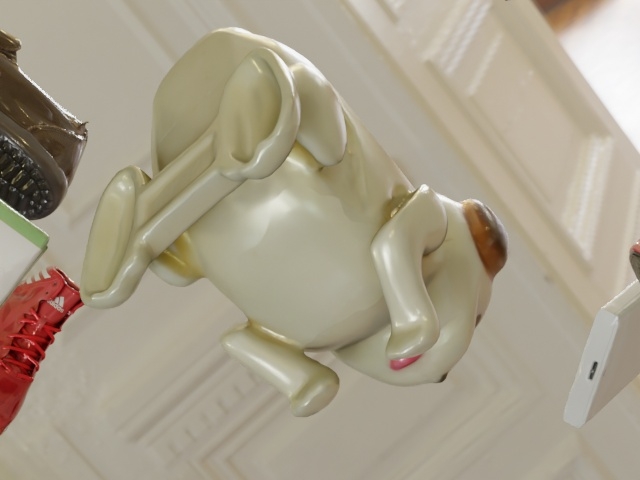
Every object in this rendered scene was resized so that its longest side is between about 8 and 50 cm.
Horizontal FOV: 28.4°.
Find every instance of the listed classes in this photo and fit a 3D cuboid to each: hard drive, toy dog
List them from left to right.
[{"bbox_3d":[0.000,0.000,1.284,0.284,0.408,0.395,-44,31,18],"label":"toy dog"},{"bbox_3d":[0.484,0.147,1.976,0.307,0.040,0.203,-26,-45,-50],"label":"hard drive"}]

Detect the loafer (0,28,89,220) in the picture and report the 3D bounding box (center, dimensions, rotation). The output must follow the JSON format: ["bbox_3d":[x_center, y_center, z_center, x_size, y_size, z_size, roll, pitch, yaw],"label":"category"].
[{"bbox_3d":[-0.392,-0.181,1.341,0.134,0.366,0.130,-33,13,40],"label":"loafer"}]

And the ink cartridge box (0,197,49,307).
[{"bbox_3d":[-0.301,0.041,0.760,0.235,0.171,0.056,-54,15,-8],"label":"ink cartridge box"}]

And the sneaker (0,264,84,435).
[{"bbox_3d":[-0.320,0.102,1.368,0.128,0.087,0.221,-37,33,22],"label":"sneaker"}]

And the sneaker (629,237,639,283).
[{"bbox_3d":[0.402,0.031,1.036,0.136,0.116,0.314,-44,40,-12],"label":"sneaker"}]
